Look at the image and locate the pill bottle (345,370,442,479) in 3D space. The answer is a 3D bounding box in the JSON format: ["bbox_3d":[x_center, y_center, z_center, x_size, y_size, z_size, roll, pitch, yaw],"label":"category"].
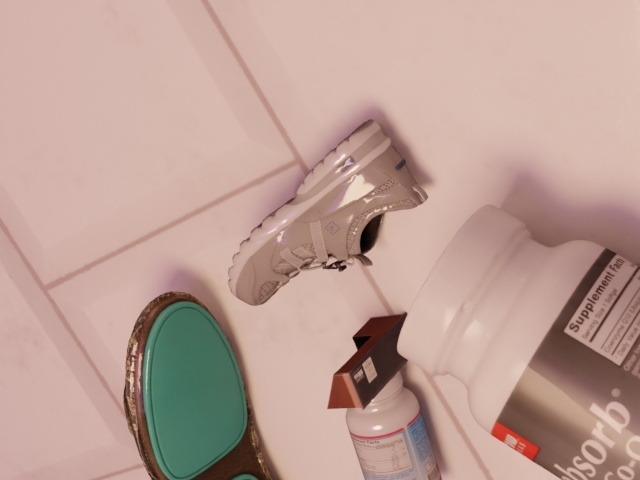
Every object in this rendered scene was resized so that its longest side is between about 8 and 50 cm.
[{"bbox_3d":[0.079,0.223,1.397,0.087,0.087,0.160,-4,113,34],"label":"pill bottle"}]

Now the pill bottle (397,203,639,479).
[{"bbox_3d":[0.268,0.129,1.139,0.363,0.210,0.210,31,129,15],"label":"pill bottle"}]

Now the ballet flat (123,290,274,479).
[{"bbox_3d":[-0.151,0.284,1.552,0.182,0.164,0.483,3,121,55],"label":"ballet flat"}]

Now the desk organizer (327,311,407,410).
[{"bbox_3d":[0.051,0.132,1.334,0.050,0.130,0.047,-9,111,38],"label":"desk organizer"}]

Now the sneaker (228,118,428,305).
[{"bbox_3d":[0.000,0.000,1.308,0.115,0.105,0.281,46,130,2],"label":"sneaker"}]
